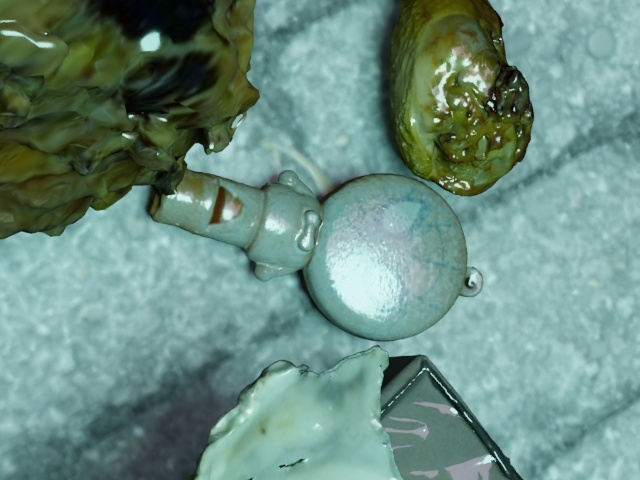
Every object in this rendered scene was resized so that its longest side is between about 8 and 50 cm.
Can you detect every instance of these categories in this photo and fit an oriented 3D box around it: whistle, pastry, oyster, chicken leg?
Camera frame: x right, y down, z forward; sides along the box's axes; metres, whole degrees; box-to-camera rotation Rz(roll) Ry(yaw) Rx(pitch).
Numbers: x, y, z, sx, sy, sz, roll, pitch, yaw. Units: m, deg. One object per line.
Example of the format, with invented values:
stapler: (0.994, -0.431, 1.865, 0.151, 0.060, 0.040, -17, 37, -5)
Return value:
whistle: (0.000, 0.000, 1.026, 0.220, 0.057, 0.107, 16, 83, -14)
pastry: (-0.209, -0.172, 0.815, 0.405, 0.337, 0.292, 25, 69, -17)
oyster: (-0.026, 0.202, 0.813, 0.271, 0.100, 0.275, -7, 76, -22)
chicken leg: (0.076, -0.152, 1.054, 0.087, 0.107, 0.251, -6, 77, -10)

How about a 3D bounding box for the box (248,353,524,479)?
box: (0.014, 0.215, 0.957, 0.252, 0.153, 0.188, -43, 99, -18)
